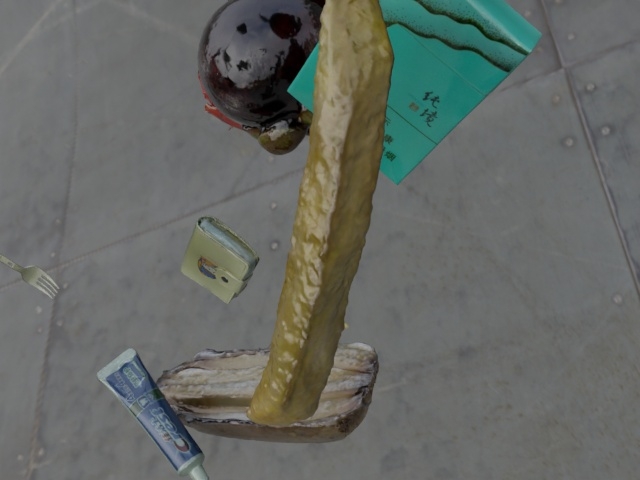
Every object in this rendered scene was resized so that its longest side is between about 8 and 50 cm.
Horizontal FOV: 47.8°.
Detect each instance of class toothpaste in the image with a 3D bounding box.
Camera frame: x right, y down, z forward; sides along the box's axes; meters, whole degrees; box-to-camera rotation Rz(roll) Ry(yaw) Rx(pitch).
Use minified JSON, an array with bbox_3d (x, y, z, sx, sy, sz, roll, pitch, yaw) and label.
[{"bbox_3d":[-0.195,0.214,0.865,0.057,0.035,0.197,-39,68,-13],"label":"toothpaste"}]

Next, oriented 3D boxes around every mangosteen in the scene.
[{"bbox_3d":[-0.051,-0.213,0.885,0.209,0.210,0.210,-16,56,25],"label":"mangosteen"}]

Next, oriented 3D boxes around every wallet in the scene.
[{"bbox_3d":[-0.154,0.031,1.106,0.110,0.155,0.039,37,58,1],"label":"wallet"}]

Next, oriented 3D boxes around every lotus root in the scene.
[{"bbox_3d":[-0.078,0.206,0.922,0.329,0.078,0.167,-5,24,29],"label":"lotus root"}]

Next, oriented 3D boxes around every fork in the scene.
[{"bbox_3d":[-0.536,0.028,1.205,0.034,0.219,0.028,-50,18,13],"label":"fork"}]

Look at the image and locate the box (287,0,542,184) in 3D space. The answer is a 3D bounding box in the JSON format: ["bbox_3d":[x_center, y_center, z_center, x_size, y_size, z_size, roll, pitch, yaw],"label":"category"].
[{"bbox_3d":[0.078,-0.170,0.701,0.042,0.161,0.226,-53,5,-37],"label":"box"}]

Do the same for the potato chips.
[{"bbox_3d":[0.000,0.000,0.581,0.080,0.057,0.407,38,124,49],"label":"potato chips"}]

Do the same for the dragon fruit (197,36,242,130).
[{"bbox_3d":[-0.095,-0.306,1.298,0.252,0.241,0.241,-5,52,-14],"label":"dragon fruit"}]
